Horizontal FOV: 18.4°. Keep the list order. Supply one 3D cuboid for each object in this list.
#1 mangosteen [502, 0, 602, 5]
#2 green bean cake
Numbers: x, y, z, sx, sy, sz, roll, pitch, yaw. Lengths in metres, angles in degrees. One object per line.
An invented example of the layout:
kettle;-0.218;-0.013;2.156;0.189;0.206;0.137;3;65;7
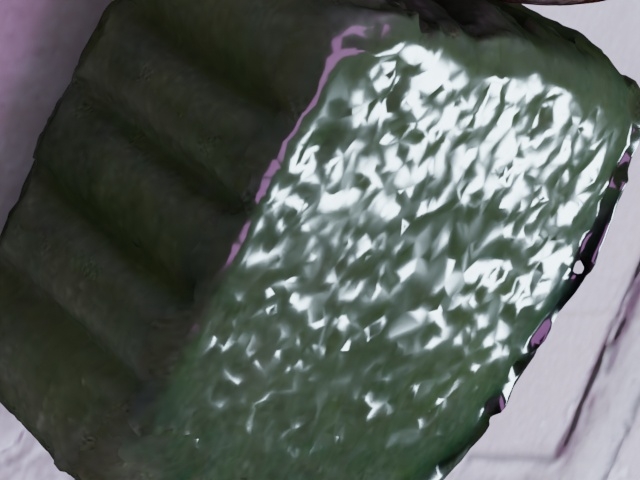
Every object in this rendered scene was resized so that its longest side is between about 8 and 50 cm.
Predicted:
mangosteen;0.045;-0.177;0.651;0.257;0.215;0.215;-13;123;-14
green bean cake;0.000;0.000;0.746;0.227;0.125;0.222;14;106;-48
